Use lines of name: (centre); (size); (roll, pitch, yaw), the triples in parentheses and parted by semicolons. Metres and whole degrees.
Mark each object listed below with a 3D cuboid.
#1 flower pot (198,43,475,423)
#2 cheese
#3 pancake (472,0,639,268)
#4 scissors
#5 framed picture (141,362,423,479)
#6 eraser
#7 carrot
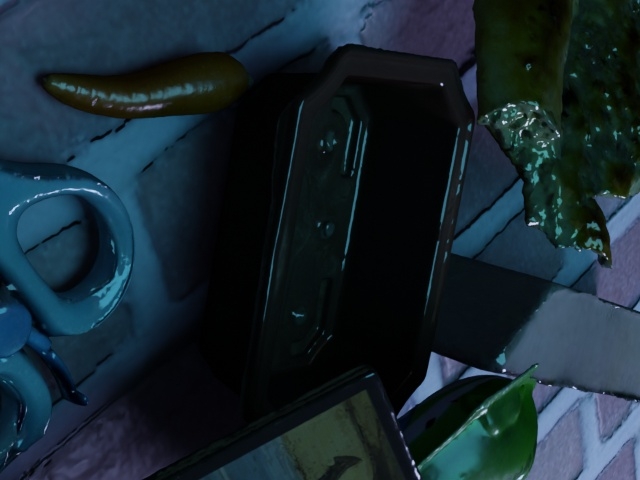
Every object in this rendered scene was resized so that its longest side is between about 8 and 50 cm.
flower pot: (0.000, 0.000, 0.805); (0.179, 0.084, 0.250); (-3, 106, -49)
cheese: (0.049, 0.189, 0.868); (0.204, 0.083, 0.320); (-24, 156, -45)
pancake: (0.243, -0.156, 0.954); (0.427, 0.067, 0.304); (-18, 88, -46)
scissors: (-0.207, -0.034, 0.580); (0.180, 0.032, 0.393); (-52, 139, -22)
framed picture: (-0.087, 0.231, 0.720); (0.347, 0.016, 0.265); (-27, 131, -6)
eraser: (0.191, 0.073, 1.042); (0.352, 0.111, 0.077); (16, 93, -52)
carrot: (-0.090, -0.084, 0.704); (0.142, 0.035, 0.035); (-13, 114, -43)
